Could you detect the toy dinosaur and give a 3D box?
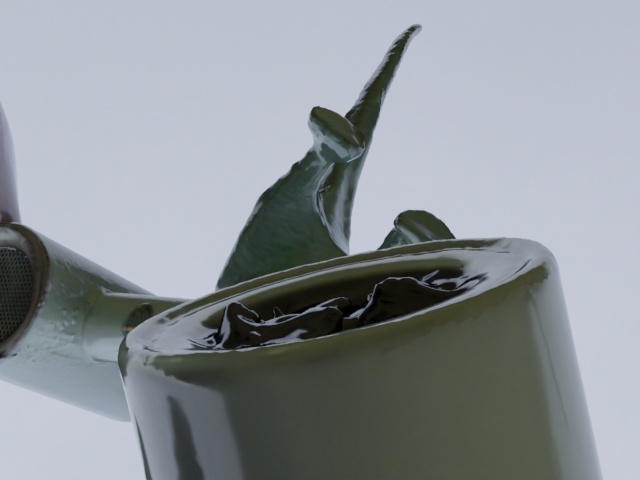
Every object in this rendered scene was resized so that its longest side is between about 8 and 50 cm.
[{"bbox_3d":[0.000,0.000,1.035,0.092,0.205,0.393,19,-132,-13],"label":"toy dinosaur"}]

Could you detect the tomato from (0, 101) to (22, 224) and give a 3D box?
[{"bbox_3d":[-0.322,-0.020,1.048,0.322,0.321,0.321,1,-136,-1],"label":"tomato"}]

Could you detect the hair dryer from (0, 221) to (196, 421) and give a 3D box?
[{"bbox_3d":[-0.056,0.043,0.870,0.236,0.131,0.073,-1,-109,35],"label":"hair dryer"}]

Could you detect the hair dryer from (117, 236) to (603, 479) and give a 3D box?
[{"bbox_3d":[-0.057,0.113,0.610,0.362,0.203,0.128,-3,-167,46],"label":"hair dryer"}]
